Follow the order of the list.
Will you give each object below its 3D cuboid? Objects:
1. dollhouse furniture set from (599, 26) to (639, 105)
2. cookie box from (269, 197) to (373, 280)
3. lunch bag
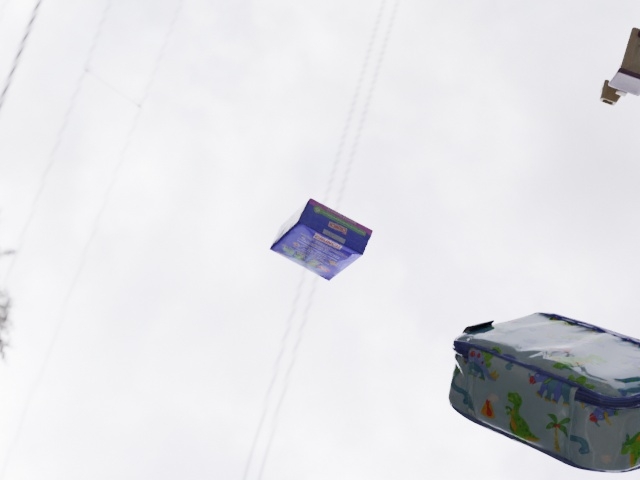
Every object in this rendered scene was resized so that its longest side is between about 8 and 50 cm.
[{"bbox_3d":[0.373,-0.181,1.252,0.114,0.091,0.081,21,-103,4],"label":"dollhouse furniture set"},{"bbox_3d":[0.000,0.000,1.442,0.107,0.092,0.040,-39,-154,60],"label":"cookie box"},{"bbox_3d":[0.242,0.134,1.093,0.219,0.176,0.090,18,-70,51],"label":"lunch bag"}]
